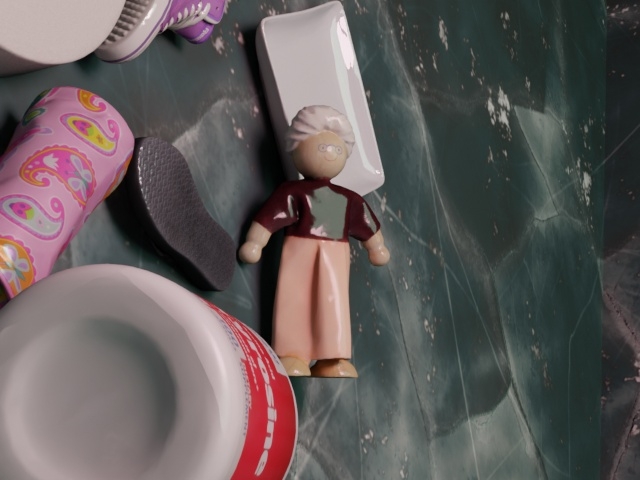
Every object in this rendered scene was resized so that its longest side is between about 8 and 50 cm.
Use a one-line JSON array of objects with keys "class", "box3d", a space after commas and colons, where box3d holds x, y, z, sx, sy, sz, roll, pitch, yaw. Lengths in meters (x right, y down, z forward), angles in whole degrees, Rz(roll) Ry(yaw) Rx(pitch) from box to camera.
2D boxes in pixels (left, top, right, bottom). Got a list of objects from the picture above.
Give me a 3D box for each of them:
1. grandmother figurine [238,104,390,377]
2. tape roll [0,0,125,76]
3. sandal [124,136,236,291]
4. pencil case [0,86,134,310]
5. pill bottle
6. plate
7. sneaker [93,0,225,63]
[{"class": "grandmother figurine", "box3d": [0.000, 0.000, 1.801, 0.207, 0.104, 0.343, 5, 82, -39]}, {"class": "tape roll", "box3d": [-0.315, -0.352, 1.373, 0.392, 0.072, 0.392, 34, 51, -56]}, {"class": "sandal", "box3d": [-0.166, -0.019, 1.600, 0.254, 0.054, 0.097, 63, 37, -51]}, {"class": "pencil case", "box3d": [-0.272, -0.026, 1.303, 0.124, 0.124, 0.284, 65, 30, -29]}, {"class": "pill bottle", "box3d": [-0.145, 0.161, 1.294, 0.408, 0.229, 0.229, 49, 36, -77]}, {"class": "plate", "box3d": [-0.006, -0.180, 1.977, 0.278, 0.045, 0.277, -32, 110, -62]}, {"class": "sneaker", "box3d": [-0.168, -0.261, 1.614, 0.282, 0.102, 0.161, -74, 148, -42]}]
